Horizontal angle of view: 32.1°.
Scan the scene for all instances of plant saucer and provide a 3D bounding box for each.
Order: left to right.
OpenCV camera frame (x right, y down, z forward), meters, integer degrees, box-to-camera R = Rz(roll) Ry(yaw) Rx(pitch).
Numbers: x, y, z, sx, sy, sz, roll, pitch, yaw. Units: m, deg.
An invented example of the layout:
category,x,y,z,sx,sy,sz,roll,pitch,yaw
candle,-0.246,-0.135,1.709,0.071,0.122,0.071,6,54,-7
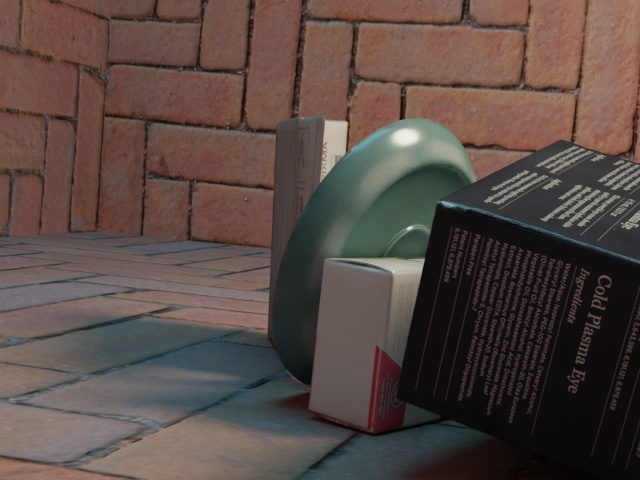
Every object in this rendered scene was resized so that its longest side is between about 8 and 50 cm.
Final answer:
category,x,y,z,sx,sy,sz,roll,pitch,yaw
plant saucer,0.076,0.025,1.198,0.044,0.317,0.318,29,18,37

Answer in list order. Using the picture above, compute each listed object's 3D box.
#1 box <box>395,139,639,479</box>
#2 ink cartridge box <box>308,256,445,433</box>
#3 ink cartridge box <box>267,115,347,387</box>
category,x,y,z,sx,sy,sz,roll,pitch,yaw
box,0.282,0.059,0.945,0.312,0.179,0.343,18,20,24
ink cartridge box,0.095,0.097,1.128,0.092,0.158,0.218,10,6,41
ink cartridge box,0.000,0.000,1.401,0.091,0.308,0.385,3,4,-10
